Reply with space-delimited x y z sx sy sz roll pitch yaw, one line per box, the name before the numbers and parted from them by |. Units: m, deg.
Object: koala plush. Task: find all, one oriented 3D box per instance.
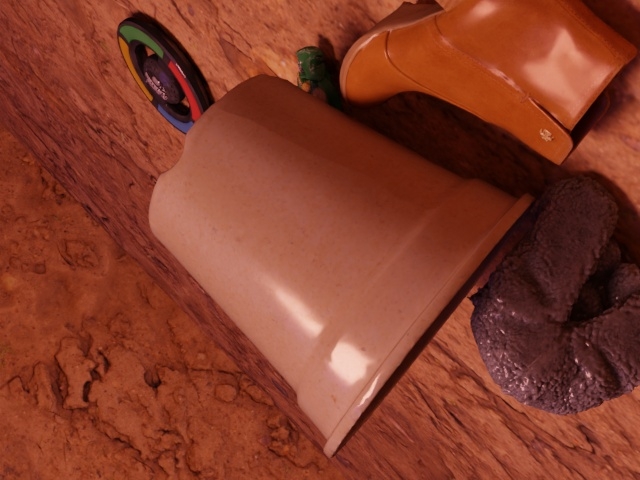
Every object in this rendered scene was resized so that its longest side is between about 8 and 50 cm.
koala plush | 0.233 0.083 0.829 0.196 0.203 0.221 46 171 10

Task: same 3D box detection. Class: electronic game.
electronic game | -0.264 -0.270 1.390 0.229 0.048 0.229 42 158 21

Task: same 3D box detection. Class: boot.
boot | 0.135 -0.138 0.739 0.211 0.104 0.295 45 158 6

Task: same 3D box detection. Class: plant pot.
plant pot | 0.000 0.000 0.872 0.305 0.334 0.334 38 157 12

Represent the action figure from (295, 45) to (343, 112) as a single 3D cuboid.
action figure | -0.007 -0.150 1.045 0.232 0.063 0.137 86 163 -49
